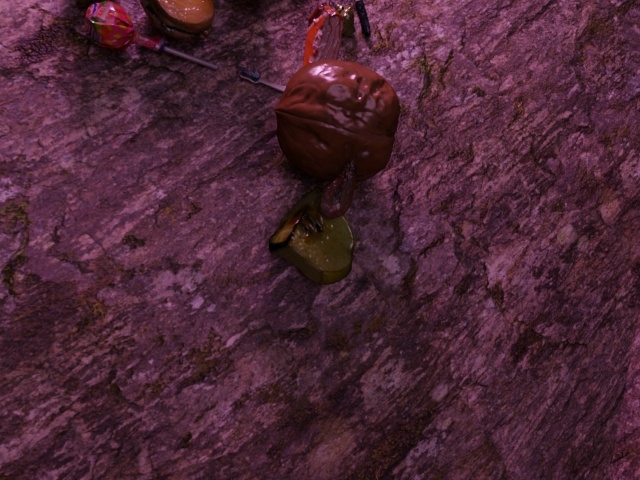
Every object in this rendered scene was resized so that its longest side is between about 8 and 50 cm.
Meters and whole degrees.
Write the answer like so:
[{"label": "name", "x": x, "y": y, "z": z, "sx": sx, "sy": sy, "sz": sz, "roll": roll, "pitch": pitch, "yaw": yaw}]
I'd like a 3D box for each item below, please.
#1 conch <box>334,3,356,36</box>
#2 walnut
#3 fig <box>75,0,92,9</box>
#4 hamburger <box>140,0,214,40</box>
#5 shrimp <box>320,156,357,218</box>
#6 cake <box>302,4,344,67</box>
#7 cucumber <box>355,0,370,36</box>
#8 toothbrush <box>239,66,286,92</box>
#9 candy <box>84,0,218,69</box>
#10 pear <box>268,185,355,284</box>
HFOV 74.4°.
[{"label": "conch", "x": 0.081, "y": -0.775, "z": 1.486, "sx": 0.089, "sy": 0.074, "sz": 0.121, "roll": -33, "pitch": 118, "yaw": 5}, {"label": "walnut", "x": 0.054, "y": -0.357, "z": 1.290, "sx": 0.399, "sy": 0.308, "sz": 0.353, "roll": 11, "pitch": 101, "yaw": -23}, {"label": "fig", "x": -0.623, "y": -0.739, "z": 1.161, "sx": 0.133, "sy": 0.127, "sz": 0.184, "roll": 20, "pitch": 73, "yaw": -33}, {"label": "hamburger", "x": -0.415, "y": -0.674, "z": 1.222, "sx": 0.215, "sy": 0.122, "sz": 0.189, "roll": 53, "pitch": 47, "yaw": -9}, {"label": "shrimp", "x": 0.060, "y": -0.148, "z": 1.214, "sx": 0.102, "sy": 0.042, "sz": 0.190, "roll": 7, "pitch": 115, "yaw": -32}, {"label": "cake", "x": 0.009, "y": -0.649, "z": 1.416, "sx": 0.098, "sy": 0.135, "sz": 0.286, "roll": 2, "pitch": 93, "yaw": -36}, {"label": "cucumber", "x": 0.158, "y": -0.802, "z": 1.528, "sx": 0.032, "sy": 0.032, "sz": 0.132, "roll": -16, "pitch": 89, "yaw": -23}, {"label": "toothbrush", "x": -0.064, "y": -0.486, "z": 1.408, "sx": 0.419, "sy": 0.040, "sz": 0.042, "roll": 13, "pitch": 78, "yaw": -25}, {"label": "candy", "x": -0.478, "y": -0.569, "z": 1.224, "sx": 0.366, "sy": 0.124, "sz": 0.124, "roll": 10, "pitch": 81, "yaw": -29}, {"label": "pear", "x": 0.000, "y": 0.000, "z": 1.317, "sx": 0.256, "sy": 0.164, "sz": 0.238, "roll": 37, "pitch": 62, "yaw": -20}]
